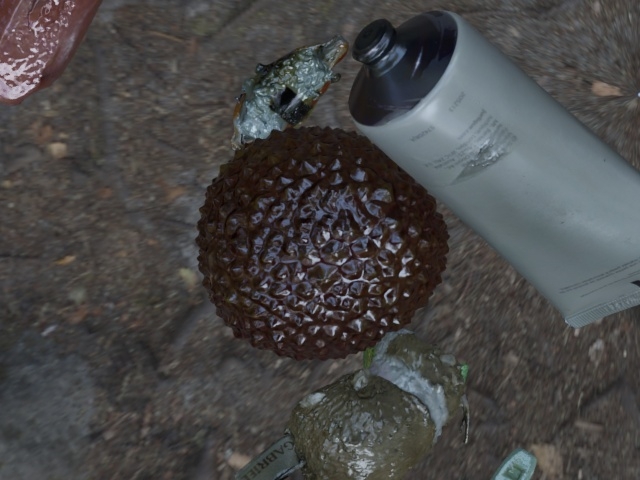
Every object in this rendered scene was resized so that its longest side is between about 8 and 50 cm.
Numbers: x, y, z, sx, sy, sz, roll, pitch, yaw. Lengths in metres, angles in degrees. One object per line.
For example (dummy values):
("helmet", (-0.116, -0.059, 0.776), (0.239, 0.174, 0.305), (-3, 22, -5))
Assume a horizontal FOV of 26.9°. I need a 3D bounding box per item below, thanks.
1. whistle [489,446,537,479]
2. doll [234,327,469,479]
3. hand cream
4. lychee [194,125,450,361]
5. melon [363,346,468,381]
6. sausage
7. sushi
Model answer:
("whistle", (0.238, 0.409, 1.944), (0.110, 0.092, 0.244), (31, 77, 24))
("doll", (0.031, 0.156, 1.118), (0.115, 0.221, 0.105), (57, 149, 14))
("hand cream", (0.081, -0.025, 0.524), (0.087, 0.054, 0.186), (-27, 129, 36))
("lychee", (0.000, 0.000, 1.493), (0.304, 0.276, 0.275), (-19, 92, 54))
("melon", (0.119, 0.181, 1.836), (0.118, 0.209, 0.064), (8, 88, -11))
("sausage", (-0.386, -0.315, 1.817), (0.152, 0.152, 0.279), (32, 102, 8))
("sushi", (-0.052, -0.213, 1.889), (0.097, 0.103, 0.226), (45, 92, 6))
